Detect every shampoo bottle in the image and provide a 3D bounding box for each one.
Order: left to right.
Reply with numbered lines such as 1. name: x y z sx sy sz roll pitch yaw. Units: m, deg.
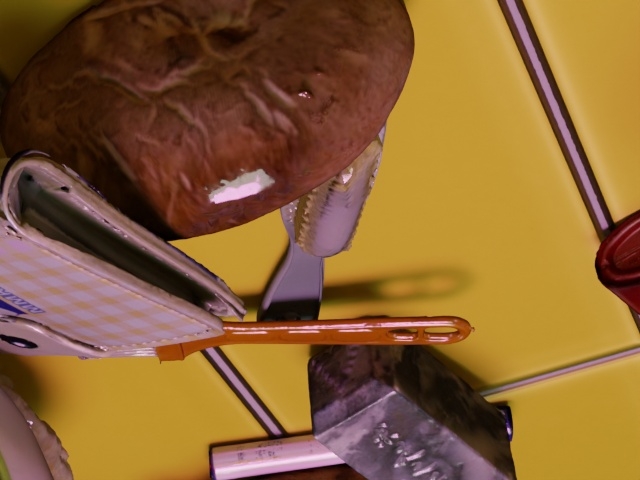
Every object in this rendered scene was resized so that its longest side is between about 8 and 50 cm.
1. shampoo bottle: 0.324 0.056 1.491 0.102 0.064 0.260 -31 139 22

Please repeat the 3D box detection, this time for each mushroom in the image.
1. mushroom: -0.075 -0.068 1.176 0.286 0.151 0.156 -18 141 14

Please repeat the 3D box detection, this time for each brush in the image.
1. brush: -0.038 0.072 1.445 0.314 0.017 0.090 -1 156 1
2. brush: 0.000 0.000 1.358 0.068 0.060 0.297 -1 143 -13

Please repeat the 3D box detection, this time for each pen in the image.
1. pen: 0.035 0.179 1.630 0.269 0.033 0.033 -8 144 0

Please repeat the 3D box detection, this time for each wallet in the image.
1. wallet: -0.219 0.012 1.208 0.310 0.077 0.223 1 152 43

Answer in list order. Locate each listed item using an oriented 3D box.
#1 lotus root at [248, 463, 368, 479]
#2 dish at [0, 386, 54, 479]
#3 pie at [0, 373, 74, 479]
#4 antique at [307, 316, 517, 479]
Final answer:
1. lotus root: -0.005 0.278 1.664 0.314 0.141 0.169 -3 147 -6
2. dish: -0.284 0.210 1.328 0.324 0.324 0.124 -36 165 33
3. pie: -0.343 0.191 1.480 0.306 0.071 0.306 3 130 4
4. antique: 0.071 0.149 1.527 0.088 0.086 0.183 -34 127 23
